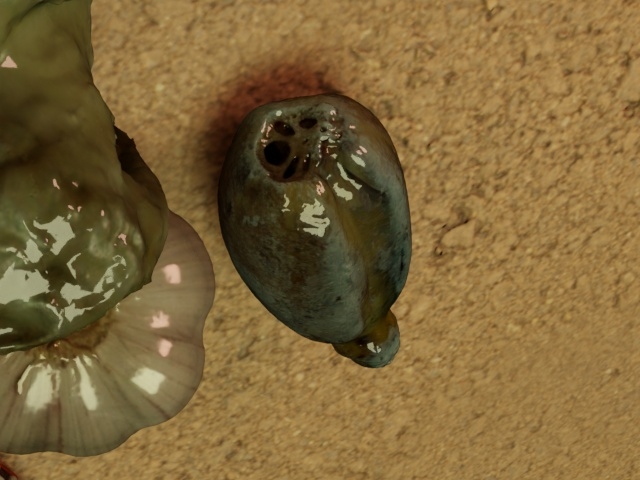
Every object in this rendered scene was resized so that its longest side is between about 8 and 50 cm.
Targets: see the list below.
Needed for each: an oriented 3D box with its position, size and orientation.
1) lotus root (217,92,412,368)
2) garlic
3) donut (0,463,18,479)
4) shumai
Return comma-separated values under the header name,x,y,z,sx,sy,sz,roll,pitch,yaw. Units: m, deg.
name,x,y,z,sx,sy,sz,roll,pitch,yaw
lotus root,0.000,0.000,1.510,0.158,0.140,0.322,-48,151,-21
garlic,-0.208,0.059,1.413,0.245,0.245,0.253,-24,176,-11
donut,-0.364,0.301,1.569,0.259,0.136,0.345,-36,142,8
shumai,-0.265,-0.105,1.146,0.330,0.292,0.288,-6,128,-1
